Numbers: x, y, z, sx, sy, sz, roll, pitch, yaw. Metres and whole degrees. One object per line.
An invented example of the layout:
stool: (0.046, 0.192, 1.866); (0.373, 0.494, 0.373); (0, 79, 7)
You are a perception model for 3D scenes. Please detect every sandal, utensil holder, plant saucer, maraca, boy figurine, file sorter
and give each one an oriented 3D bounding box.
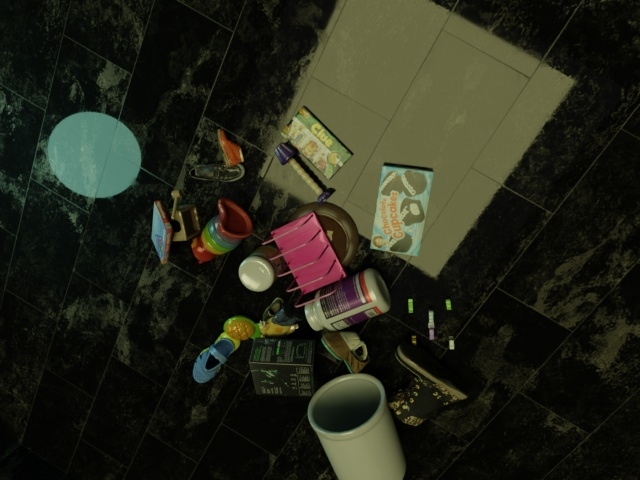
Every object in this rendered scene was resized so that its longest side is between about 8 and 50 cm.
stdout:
sandal: (-0.505, 0.557, 1.910); (0.126, 0.138, 0.317); (37, 113, -2)
utensil holder: (0.162, 0.812, 1.722); (0.326, 0.328, 0.386); (-14, 111, 17)
plant saucer: (0.000, 0.000, 1.663); (0.309, 0.050, 0.311); (3, 107, 11)
maraca: (-0.339, 0.394, 1.843); (0.185, 0.099, 0.127); (15, 123, -18)
boy figurine: (-0.191, 0.377, 1.778); (0.177, 0.092, 0.285); (17, 128, -32)
file sorter: (-0.064, 0.077, 1.578); (0.201, 0.182, 0.291); (-24, 100, 19)

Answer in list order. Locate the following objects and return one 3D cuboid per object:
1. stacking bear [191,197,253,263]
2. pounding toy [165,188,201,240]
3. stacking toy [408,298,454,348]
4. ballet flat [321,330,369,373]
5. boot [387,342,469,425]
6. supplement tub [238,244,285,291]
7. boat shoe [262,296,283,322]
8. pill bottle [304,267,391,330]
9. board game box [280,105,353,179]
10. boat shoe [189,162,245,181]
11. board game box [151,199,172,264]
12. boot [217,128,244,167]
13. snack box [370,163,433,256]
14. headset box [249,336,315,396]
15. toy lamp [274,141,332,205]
stacking bear: (-0.427, -0.012, 1.706); (0.288, 0.176, 0.164); (-35, 140, 32)
pounding toy: (-0.594, -0.106, 1.698); (0.094, 0.181, 0.206); (-3, 106, 14)
stacking toy: (0.445, 0.339, 1.661); (0.166, 0.052, 0.222); (-4, 105, 14)
ballet flat: (0.119, 0.441, 1.680); (0.124, 0.116, 0.342); (-33, 134, 2)
boot: (0.384, 0.600, 1.692); (0.377, 0.138, 0.284); (34, 115, -20)
supplement tub: (-0.228, 0.105, 1.667); (0.144, 0.200, 0.145); (4, 109, 12)
boat shoe: (-0.215, 0.315, 1.810); (0.056, 0.049, 0.152); (31, 112, 2)
pill bottle: (0.104, 0.246, 1.643); (0.322, 0.181, 0.182); (-25, 100, 19)
board game box: (-0.015, -0.367, 1.562); (0.259, 0.030, 0.136); (43, 109, -3)
boat shoe: (-0.420, -0.275, 1.660); (0.228, 0.076, 0.080); (5, 108, 12)
board game box: (-0.663, -0.027, 1.719); (0.145, 0.027, 0.281); (62, 146, 19)
boot: (-0.357, -0.371, 1.632); (0.084, 0.059, 0.158); (-19, 87, -14)
snack box: (0.302, -0.112, 1.549); (0.186, 0.060, 0.323); (9, 109, 11)
headset box: (-0.161, 0.545, 1.767); (0.282, 0.131, 0.247); (0, 129, 5)
toy lamp: (-0.069, -0.258, 1.584); (0.080, 0.080, 0.275); (-38, 97, 21)
